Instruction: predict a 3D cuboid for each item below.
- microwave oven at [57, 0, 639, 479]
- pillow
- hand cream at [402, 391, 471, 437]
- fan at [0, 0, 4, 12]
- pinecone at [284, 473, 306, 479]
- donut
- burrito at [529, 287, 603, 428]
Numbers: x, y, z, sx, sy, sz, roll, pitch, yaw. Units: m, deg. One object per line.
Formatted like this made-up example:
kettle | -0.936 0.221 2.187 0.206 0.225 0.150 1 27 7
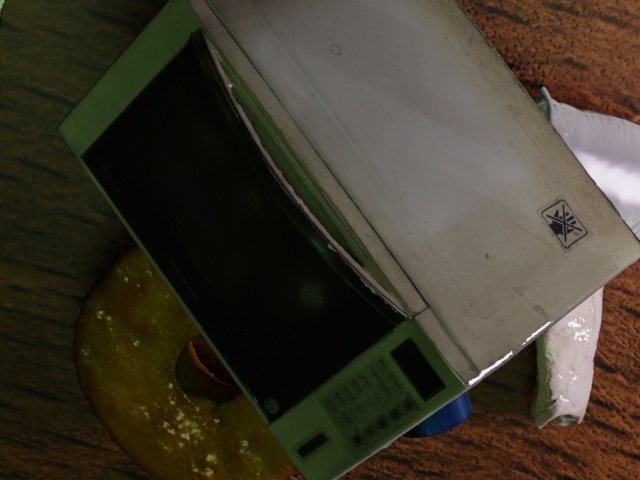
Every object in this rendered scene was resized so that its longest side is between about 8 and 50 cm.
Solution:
microwave oven | 0.019 -0.036 1.525 0.394 0.333 0.247 54 136 5
pillow | 0.283 -0.050 1.718 0.254 0.078 0.144 16 92 -31
hand cream | 0.076 0.085 1.770 0.120 0.061 0.270 -14 124 13
fan | -0.398 -0.282 1.672 0.240 0.009 0.131 34 105 -13
pinecone | -0.058 0.321 1.836 0.195 0.150 0.179 -41 113 15
donut | -0.092 0.109 1.736 0.303 0.110 0.303 8 114 19
burrito | 0.251 0.074 1.804 0.082 0.059 0.275 -5 111 -19
